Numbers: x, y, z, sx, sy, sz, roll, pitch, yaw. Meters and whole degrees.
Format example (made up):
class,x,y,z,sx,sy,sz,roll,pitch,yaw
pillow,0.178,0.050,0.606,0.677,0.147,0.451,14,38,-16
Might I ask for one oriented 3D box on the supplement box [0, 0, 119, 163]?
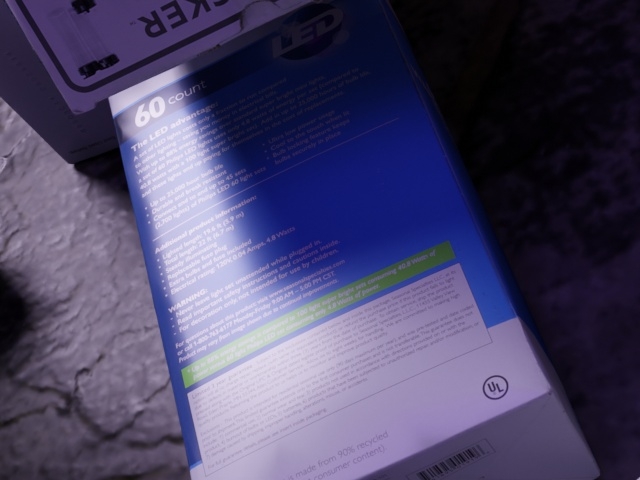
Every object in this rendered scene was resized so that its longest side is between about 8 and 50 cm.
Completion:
class,x,y,z,sx,sy,sz,roll,pitch,yaw
supplement box,-0.135,-0.176,0.706,0.073,0.130,0.239,-19,53,17

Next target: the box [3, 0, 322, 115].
class,x,y,z,sx,sy,sz,roll,pitch,yaw
box,-0.021,-0.169,0.577,0.169,0.087,0.290,-22,21,18

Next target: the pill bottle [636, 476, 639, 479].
class,x,y,z,sx,sy,sz,roll,pitch,yaw
pill bottle,0.156,0.153,0.335,0.119,0.119,0.208,-34,49,4

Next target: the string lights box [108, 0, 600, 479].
class,x,y,z,sx,sy,sz,roll,pitch,yaw
string lights box,0.000,0.000,0.549,0.133,0.077,0.259,-26,50,10
